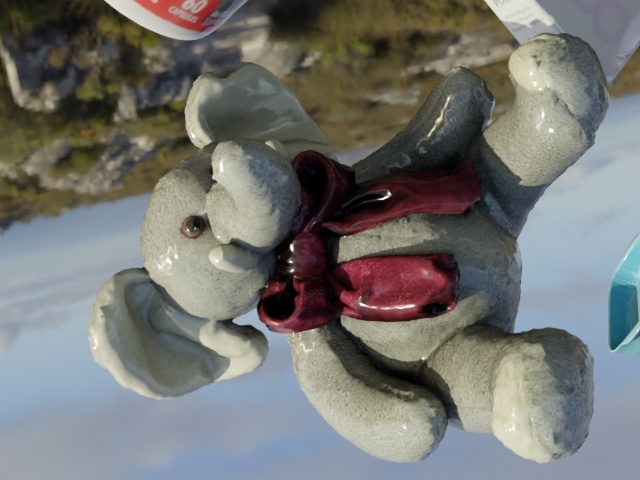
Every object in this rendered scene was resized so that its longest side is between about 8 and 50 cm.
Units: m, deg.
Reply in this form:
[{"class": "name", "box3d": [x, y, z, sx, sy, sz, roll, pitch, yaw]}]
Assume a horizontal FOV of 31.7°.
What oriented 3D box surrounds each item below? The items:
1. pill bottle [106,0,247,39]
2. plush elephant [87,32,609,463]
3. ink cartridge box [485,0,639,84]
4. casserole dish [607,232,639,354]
[{"class": "pill bottle", "box3d": [-0.033, -0.272, 0.712, 0.283, 0.161, 0.161, -36, 169, 29]}, {"class": "plush elephant", "box3d": [0.000, 0.000, 0.739, 0.255, 0.272, 0.330, 17, 159, -17]}, {"class": "ink cartridge box", "box3d": [0.176, -0.252, 0.846, 0.189, 0.232, 0.066, -50, -161, -24]}, {"class": "casserole dish", "box3d": [0.373, 0.058, 1.296, 0.037, 0.114, 0.188, 25, -146, -2]}]
